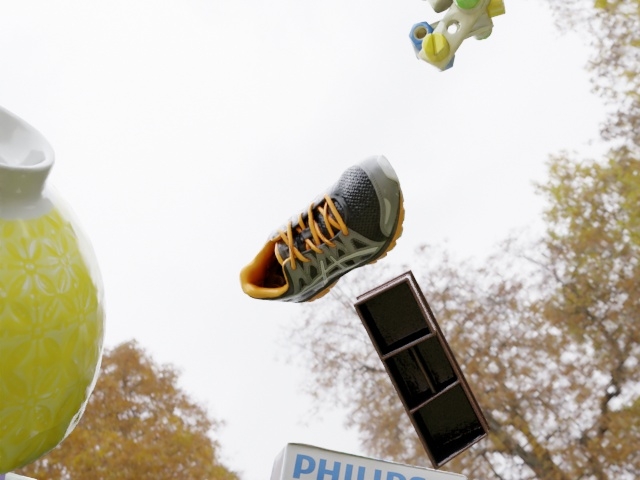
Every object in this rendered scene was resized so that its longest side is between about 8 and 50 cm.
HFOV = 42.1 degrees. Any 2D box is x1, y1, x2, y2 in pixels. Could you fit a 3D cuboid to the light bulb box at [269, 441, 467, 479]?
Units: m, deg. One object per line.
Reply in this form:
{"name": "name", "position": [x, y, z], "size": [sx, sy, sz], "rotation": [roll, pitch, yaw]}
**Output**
{"name": "light bulb box", "position": [0.021, 0.469, 1.072], "size": [0.225, 0.361, 0.358], "rotation": [11, -18, -2]}

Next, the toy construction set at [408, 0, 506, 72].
{"name": "toy construction set", "position": [0.226, -0.357, 1.002], "size": [0.328, 0.215, 0.151], "rotation": [-27, -21, 0]}

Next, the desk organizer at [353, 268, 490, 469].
{"name": "desk organizer", "position": [0.072, 0.090, 0.588], "size": [0.047, 0.130, 0.050], "rotation": [-27, -2, 7]}

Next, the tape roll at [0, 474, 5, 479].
{"name": "tape roll", "position": [-0.378, 0.188, 0.758], "size": [0.080, 0.189, 0.189], "rotation": [-20, -47, 10]}

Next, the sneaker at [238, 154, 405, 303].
{"name": "sneaker", "position": [0.000, 0.000, 0.769], "size": [0.083, 0.084, 0.215], "rotation": [-6, -31, -40]}

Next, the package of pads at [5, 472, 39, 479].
{"name": "package of pads", "position": [-0.317, 0.404, 0.953], "size": [0.101, 0.229, 0.296], "rotation": [-32, -40, 24]}

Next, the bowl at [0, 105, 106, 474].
{"name": "bowl", "position": [-0.247, -0.007, 0.509], "size": [0.289, 0.289, 0.156], "rotation": [18, -69, -40]}
